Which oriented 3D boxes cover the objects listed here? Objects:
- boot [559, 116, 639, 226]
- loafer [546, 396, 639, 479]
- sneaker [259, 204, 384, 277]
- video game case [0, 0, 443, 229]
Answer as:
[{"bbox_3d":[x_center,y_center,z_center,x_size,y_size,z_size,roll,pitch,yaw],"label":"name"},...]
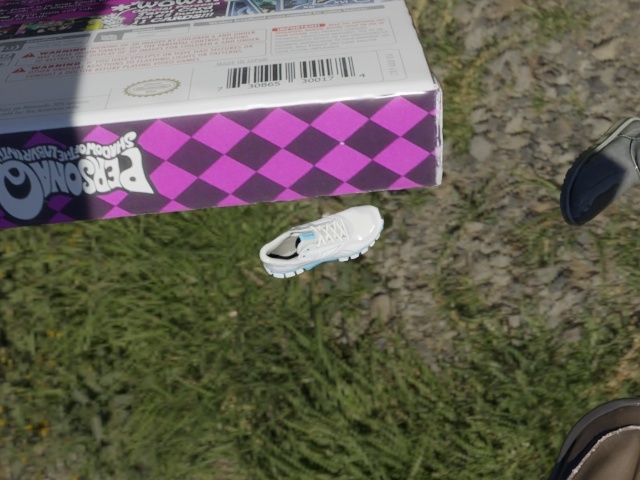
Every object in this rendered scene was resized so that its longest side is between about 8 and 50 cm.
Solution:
[{"bbox_3d":[0.403,-0.082,1.153,0.190,0.076,0.208,-52,35,-16],"label":"boot"},{"bbox_3d":[0.242,0.232,0.878,0.078,0.080,0.220,-96,27,-57],"label":"loafer"},{"bbox_3d":[0.000,0.000,1.415,0.190,0.083,0.071,-24,76,6],"label":"sneaker"},{"bbox_3d":[-0.080,-0.071,0.397,0.232,0.210,0.042,-6,120,0],"label":"video game case"}]
